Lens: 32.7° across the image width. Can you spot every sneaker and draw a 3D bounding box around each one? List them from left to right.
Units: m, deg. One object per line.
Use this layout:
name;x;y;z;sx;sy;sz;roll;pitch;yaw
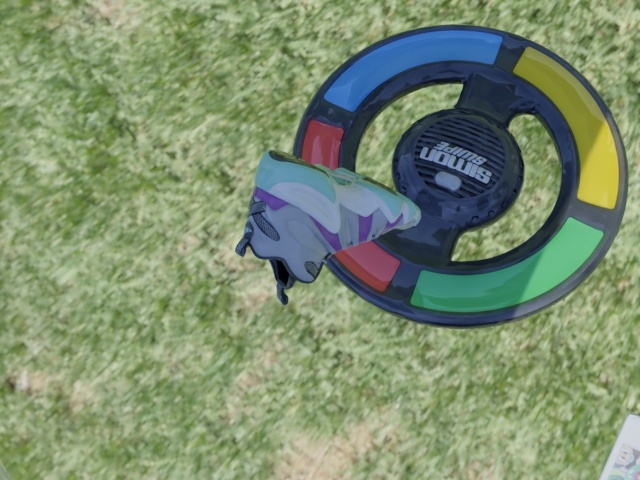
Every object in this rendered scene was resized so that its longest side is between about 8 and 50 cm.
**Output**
sneaker;0.000;0.000;0.512;0.038;0.098;0.069;35;106;49

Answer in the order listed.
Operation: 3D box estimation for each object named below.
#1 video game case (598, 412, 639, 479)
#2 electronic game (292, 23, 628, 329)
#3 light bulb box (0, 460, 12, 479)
video game case;0.223;0.203;0.661;0.143;0.157;0.019;20;171;36
electronic game;0.094;-0.049;0.744;0.229;0.229;0.048;27;161;13
light bulb box;-0.264;0.176;0.366;0.225;0.361;0.358;-38;75;6
